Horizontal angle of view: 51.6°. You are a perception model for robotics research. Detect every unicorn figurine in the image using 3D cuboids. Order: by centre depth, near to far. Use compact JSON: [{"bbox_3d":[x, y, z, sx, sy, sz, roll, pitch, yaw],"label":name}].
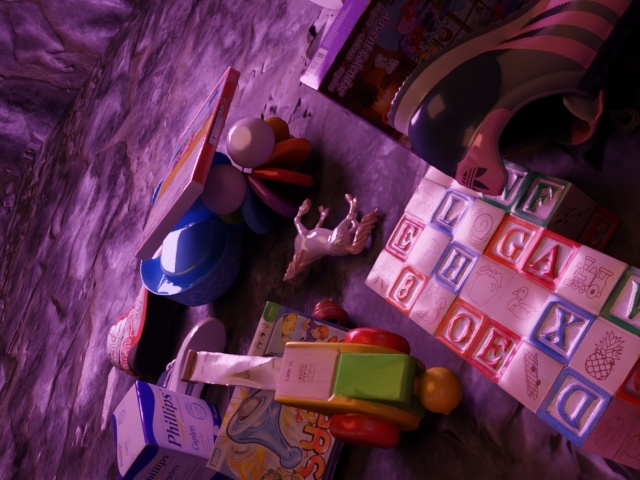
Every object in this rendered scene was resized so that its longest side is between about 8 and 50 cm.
[{"bbox_3d":[0.000,0.000,0.882,0.162,0.060,0.111,-15,56,50],"label":"unicorn figurine"}]

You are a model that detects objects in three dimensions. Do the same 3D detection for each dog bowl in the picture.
[{"bbox_3d":[-0.206,-0.019,1.126,0.166,0.074,0.297,-17,51,18],"label":"dog bowl"}]

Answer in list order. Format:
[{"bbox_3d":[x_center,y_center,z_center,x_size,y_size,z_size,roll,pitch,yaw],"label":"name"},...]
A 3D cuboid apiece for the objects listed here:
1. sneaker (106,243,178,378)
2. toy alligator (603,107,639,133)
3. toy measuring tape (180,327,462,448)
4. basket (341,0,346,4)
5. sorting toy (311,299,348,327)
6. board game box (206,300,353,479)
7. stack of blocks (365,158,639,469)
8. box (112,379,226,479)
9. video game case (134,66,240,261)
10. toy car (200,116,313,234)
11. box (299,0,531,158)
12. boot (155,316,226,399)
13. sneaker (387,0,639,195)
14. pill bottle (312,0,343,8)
[{"bbox_3d":[-0.316,0.114,1.220,0.145,0.090,0.270,-6,67,50],"label":"sneaker"},{"bbox_3d":[0.229,-0.143,0.666,0.189,0.051,0.056,32,96,57],"label":"toy alligator"},{"bbox_3d":[0.001,0.154,0.701,0.330,0.121,0.121,-5,63,36],"label":"toy measuring tape"},{"bbox_3d":[0.112,-0.327,0.871,0.204,0.154,0.227,-51,32,18],"label":"basket"},{"bbox_3d":[-0.012,0.108,0.828,0.102,0.061,0.042,-29,42,10],"label":"sorting toy"},{"bbox_3d":[-0.031,0.186,0.757,0.136,0.035,0.201,16,80,17],"label":"board game box"},{"bbox_3d":[0.182,0.034,0.581,0.171,0.087,0.297,-61,33,5],"label":"stack of blocks"},{"bbox_3d":[-0.205,0.276,0.913,0.072,0.137,0.126,-54,34,14],"label":"box"},{"bbox_3d":[-0.209,-0.125,1.053,0.204,0.025,0.285,-43,28,41],"label":"video game case"},{"bbox_3d":[-0.081,-0.090,1.006,0.136,0.159,0.182,37,101,20],"label":"toy car"},{"bbox_3d":[0.137,-0.249,0.729,0.293,0.201,0.057,-58,33,10],"label":"box"},{"bbox_3d":[-0.215,0.200,1.039,0.086,0.069,0.190,22,89,54],"label":"boot"},{"bbox_3d":[0.222,-0.152,0.589,0.319,0.112,0.131,-35,66,-8],"label":"sneaker"},{"bbox_3d":[0.043,-0.510,1.106,0.124,0.124,0.222,13,79,57],"label":"pill bottle"}]
